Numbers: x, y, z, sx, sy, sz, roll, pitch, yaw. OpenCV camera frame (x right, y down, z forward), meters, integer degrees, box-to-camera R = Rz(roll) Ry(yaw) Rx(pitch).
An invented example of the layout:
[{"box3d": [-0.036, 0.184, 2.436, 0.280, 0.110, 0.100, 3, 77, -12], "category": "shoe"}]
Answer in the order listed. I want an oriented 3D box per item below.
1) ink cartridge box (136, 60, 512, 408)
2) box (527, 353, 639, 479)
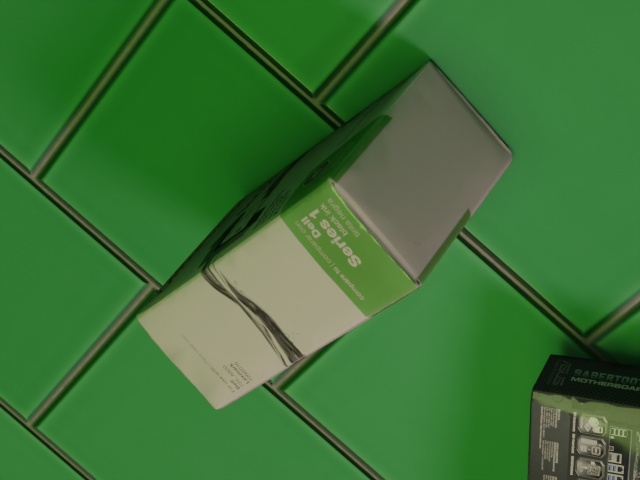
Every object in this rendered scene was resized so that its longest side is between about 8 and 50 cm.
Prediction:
[{"box3d": [0.000, 0.000, 1.193, 0.092, 0.160, 0.219, 49, 133, -9], "category": "ink cartridge box"}, {"box3d": [0.236, 0.202, 1.242, 0.183, 0.059, 0.233, 8, 117, 19], "category": "box"}]
